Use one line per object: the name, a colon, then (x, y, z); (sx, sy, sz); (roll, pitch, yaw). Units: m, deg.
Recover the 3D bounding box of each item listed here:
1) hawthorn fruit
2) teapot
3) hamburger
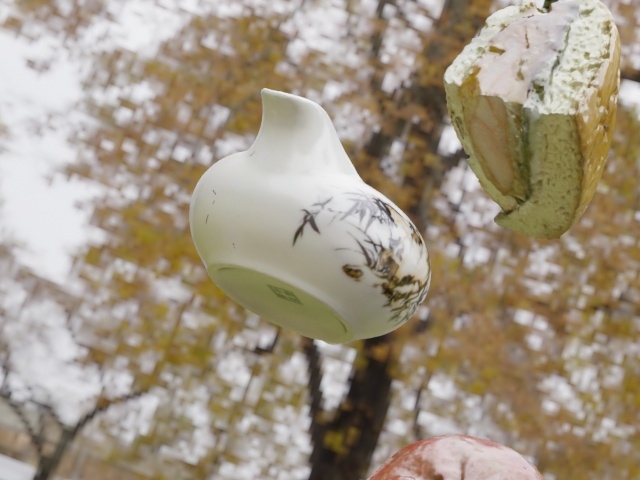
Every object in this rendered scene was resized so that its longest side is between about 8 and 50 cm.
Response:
hawthorn fruit: (0.072, 0.236, 1.120); (0.165, 0.165, 0.285); (19, -28, 3)
teapot: (0.000, 0.000, 1.443); (0.208, 0.165, 0.300); (4, -15, 24)
hamburger: (0.209, -0.098, 1.496); (0.135, 0.155, 0.207); (21, -36, 36)
